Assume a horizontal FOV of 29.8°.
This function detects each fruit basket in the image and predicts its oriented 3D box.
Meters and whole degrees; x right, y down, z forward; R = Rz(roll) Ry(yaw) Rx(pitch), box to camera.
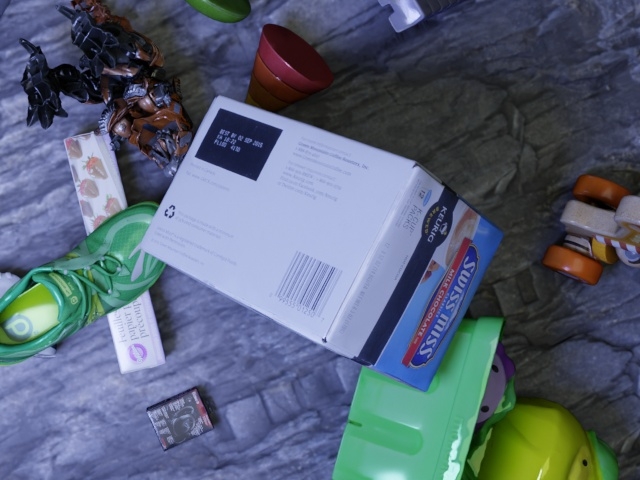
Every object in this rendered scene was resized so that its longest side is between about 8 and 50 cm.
[{"bbox_3d":[0.219,0.283,1.597,0.392,0.283,0.392,-1,86,10],"label":"fruit basket"}]

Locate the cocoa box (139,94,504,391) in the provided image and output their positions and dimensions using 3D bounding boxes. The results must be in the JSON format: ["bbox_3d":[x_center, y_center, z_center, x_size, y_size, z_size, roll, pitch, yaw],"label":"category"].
[{"bbox_3d":[0.000,0.000,1.482,0.228,0.347,0.231,32,83,-49],"label":"cocoa box"}]

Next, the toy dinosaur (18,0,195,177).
[{"bbox_3d":[-0.272,-0.213,1.569,0.322,0.218,0.164,40,110,23],"label":"toy dinosaur"}]

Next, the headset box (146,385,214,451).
[{"bbox_3d":[-0.188,0.242,1.644,0.083,0.032,0.062,-24,94,-7],"label":"headset box"}]

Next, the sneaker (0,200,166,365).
[{"bbox_3d":[-0.303,0.062,1.514,0.295,0.123,0.109,-38,95,-10],"label":"sneaker"}]

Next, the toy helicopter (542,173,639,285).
[{"bbox_3d":[0.426,0.001,1.557,0.235,0.355,0.140,24,87,10],"label":"toy helicopter"}]

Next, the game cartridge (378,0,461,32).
[{"bbox_3d":[0.071,-0.455,1.582,0.068,0.230,0.355,-28,96,34],"label":"game cartridge"}]

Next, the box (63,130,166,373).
[{"bbox_3d":[-0.275,0.014,1.615,0.063,0.067,0.324,-14,91,-7],"label":"box"}]

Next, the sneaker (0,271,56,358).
[{"bbox_3d":[-0.449,0.081,1.592,0.235,0.090,0.095,20,78,-13],"label":"sneaker"}]

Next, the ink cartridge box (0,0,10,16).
[{"bbox_3d":[-0.533,-0.318,1.550,0.219,0.092,0.160,26,73,-7],"label":"ink cartridge box"}]

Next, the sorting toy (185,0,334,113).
[{"bbox_3d":[-0.159,-0.287,1.625,0.365,0.127,0.126,39,115,-3],"label":"sorting toy"}]
